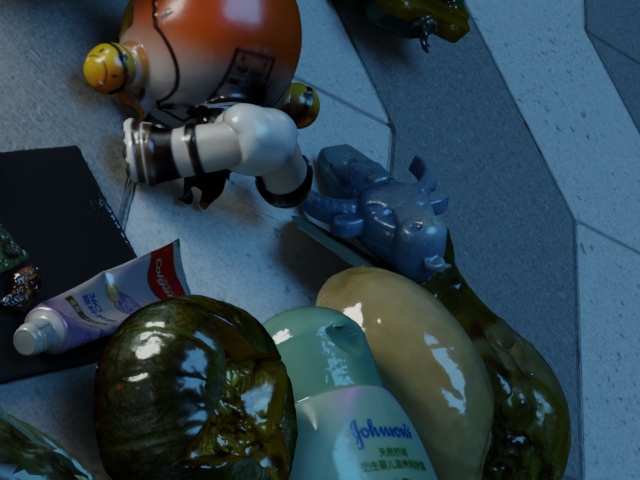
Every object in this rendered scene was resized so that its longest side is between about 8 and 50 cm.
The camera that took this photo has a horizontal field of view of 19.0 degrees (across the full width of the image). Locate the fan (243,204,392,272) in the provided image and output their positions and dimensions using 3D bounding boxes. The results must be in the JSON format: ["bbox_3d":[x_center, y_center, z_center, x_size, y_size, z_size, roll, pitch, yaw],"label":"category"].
[{"bbox_3d":[-0.001,0.001,2.224,0.182,0.010,0.310,36,7,38],"label":"fan"}]

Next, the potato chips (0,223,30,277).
[{"bbox_3d":[-0.373,-0.059,1.847,0.202,0.029,0.220,11,52,-45],"label":"potato chips"}]

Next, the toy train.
[{"bbox_3d":[0.129,-0.464,2.723,0.178,0.249,0.429,18,45,-44],"label":"toy train"}]

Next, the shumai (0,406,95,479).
[{"bbox_3d":[-0.252,0.271,1.422,0.395,0.395,0.348,56,20,4],"label":"shumai"}]

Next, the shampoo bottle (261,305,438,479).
[{"bbox_3d":[0.021,0.231,1.991,0.222,0.151,0.350,5,55,-43],"label":"shampoo bottle"}]

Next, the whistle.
[{"bbox_3d":[0.077,-0.040,2.338,0.180,0.093,0.269,-15,43,-26],"label":"whistle"}]

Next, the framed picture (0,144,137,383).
[{"bbox_3d":[-0.295,0.018,1.913,0.324,0.013,0.244,-11,68,-56],"label":"framed picture"}]

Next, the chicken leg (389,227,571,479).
[{"bbox_3d":[0.178,0.126,2.335,0.201,0.152,0.429,29,29,-54],"label":"chicken leg"}]

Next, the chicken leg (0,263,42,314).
[{"bbox_3d":[-0.292,0.052,1.853,0.036,0.021,0.083,57,34,-15],"label":"chicken leg"}]

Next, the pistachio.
[{"bbox_3d":[0.096,0.162,2.151,0.181,0.162,0.293,-26,76,-15],"label":"pistachio"}]

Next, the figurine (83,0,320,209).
[{"bbox_3d":[-0.117,-0.207,2.194,0.320,0.196,0.323,7,61,-40],"label":"figurine"}]

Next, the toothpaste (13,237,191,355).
[{"bbox_3d":[-0.211,0.066,1.926,0.075,0.048,0.301,54,28,6],"label":"toothpaste"}]

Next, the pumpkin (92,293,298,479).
[{"bbox_3d":[-0.124,0.170,1.848,0.238,0.159,0.238,25,61,-58],"label":"pumpkin"}]
